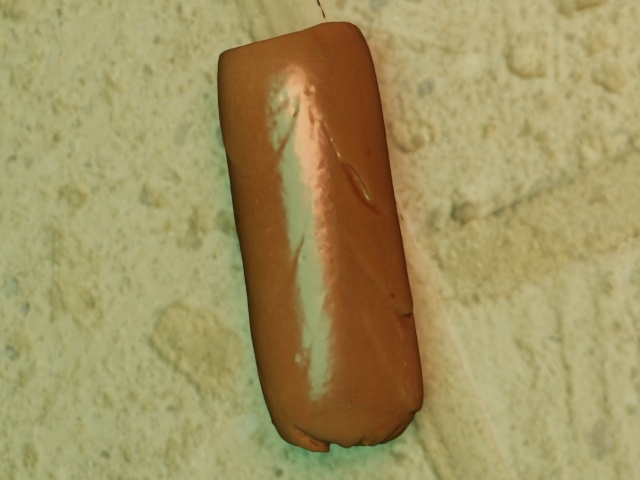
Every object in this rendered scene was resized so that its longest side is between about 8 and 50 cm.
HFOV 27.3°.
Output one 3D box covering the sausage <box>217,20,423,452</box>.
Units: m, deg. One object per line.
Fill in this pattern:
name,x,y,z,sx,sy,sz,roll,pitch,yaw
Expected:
sausage,0.000,0.001,0.954,0.121,0.121,0.304,-8,90,19
